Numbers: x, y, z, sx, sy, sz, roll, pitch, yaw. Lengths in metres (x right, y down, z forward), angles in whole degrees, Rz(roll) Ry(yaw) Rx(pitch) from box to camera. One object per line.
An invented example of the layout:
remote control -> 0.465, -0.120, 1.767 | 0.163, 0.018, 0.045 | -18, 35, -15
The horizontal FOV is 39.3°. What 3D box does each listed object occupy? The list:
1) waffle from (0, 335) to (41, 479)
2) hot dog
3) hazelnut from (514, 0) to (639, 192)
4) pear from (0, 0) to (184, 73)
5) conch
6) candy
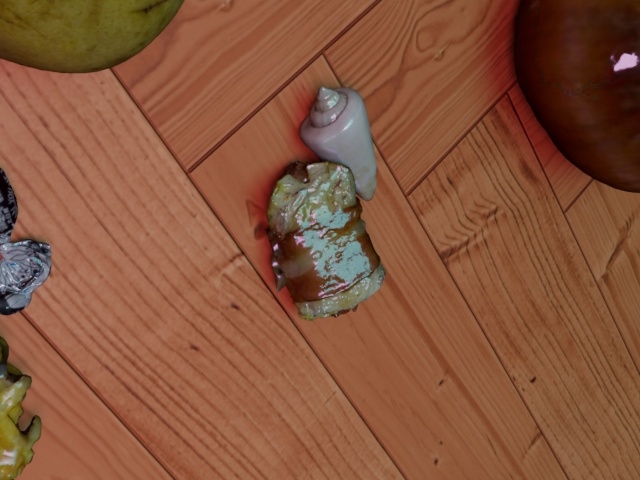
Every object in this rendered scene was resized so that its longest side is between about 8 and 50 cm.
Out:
waffle -> -0.409, 0.262, 0.819 | 0.379, 0.095, 0.382 | 10, 86, -67
hot dog -> 0.000, 0.000, 1.157 | 0.146, 0.103, 0.213 | -16, 103, -12
hazelnut -> 0.475, -0.256, 1.322 | 0.409, 0.359, 0.359 | 42, 73, -24
pear -> -0.249, -0.296, 0.809 | 0.303, 0.304, 0.304 | -7, 102, -35
conch -> 0.038, -0.132, 1.162 | 0.094, 0.104, 0.176 | -45, 126, 3
candy -> -0.348, -0.030, 0.924 | 0.094, 0.051, 0.226 | -29, 114, -26
